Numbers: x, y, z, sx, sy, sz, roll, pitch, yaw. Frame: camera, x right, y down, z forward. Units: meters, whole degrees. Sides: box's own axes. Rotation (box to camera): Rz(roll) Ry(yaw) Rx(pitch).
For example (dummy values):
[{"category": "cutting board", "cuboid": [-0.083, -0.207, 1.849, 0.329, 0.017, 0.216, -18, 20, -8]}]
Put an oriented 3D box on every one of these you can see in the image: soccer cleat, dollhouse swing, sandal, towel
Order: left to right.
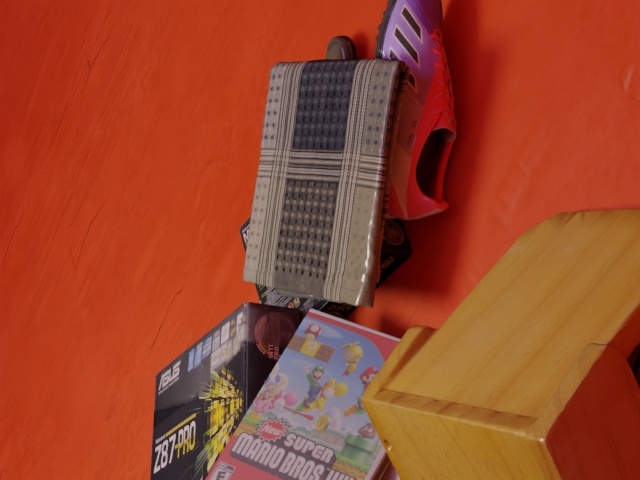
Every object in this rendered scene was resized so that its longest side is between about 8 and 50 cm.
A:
[{"category": "sandal", "cuboid": [0.005, -0.192, 1.924, 0.090, 0.060, 0.219, 21, 103, 58]}, {"category": "towel", "cuboid": [0.007, -0.078, 1.746, 0.312, 0.056, 0.324, 10, 91, 56]}, {"category": "soccer cleat", "cuboid": [0.133, -0.183, 1.702, 0.116, 0.108, 0.318, 5, 85, 46]}, {"category": "dollhouse swing", "cuboid": [0.269, 0.174, 1.368, 0.347, 0.305, 0.315, -2, 116, 64]}]

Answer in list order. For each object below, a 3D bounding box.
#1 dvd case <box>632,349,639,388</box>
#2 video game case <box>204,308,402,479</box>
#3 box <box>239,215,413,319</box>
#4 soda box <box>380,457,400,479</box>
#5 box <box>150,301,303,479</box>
[{"category": "dvd case", "cuboid": [0.362, 0.183, 1.290, 0.180, 0.022, 0.253, 30, 105, 57]}, {"category": "video game case", "cuboid": [0.002, 0.230, 1.631, 0.204, 0.025, 0.285, 17, 63, 32]}, {"category": "box", "cuboid": [0.000, 0.000, 1.850, 0.270, 0.060, 0.216, -46, 50, 39]}, {"category": "soda box", "cuboid": [0.082, 0.378, 1.608, 0.074, 0.069, 0.216, 33, 107, 56]}, {"category": "box", "cuboid": [-0.139, 0.296, 1.864, 0.395, 0.097, 0.318, 142, 134, -58]}]
